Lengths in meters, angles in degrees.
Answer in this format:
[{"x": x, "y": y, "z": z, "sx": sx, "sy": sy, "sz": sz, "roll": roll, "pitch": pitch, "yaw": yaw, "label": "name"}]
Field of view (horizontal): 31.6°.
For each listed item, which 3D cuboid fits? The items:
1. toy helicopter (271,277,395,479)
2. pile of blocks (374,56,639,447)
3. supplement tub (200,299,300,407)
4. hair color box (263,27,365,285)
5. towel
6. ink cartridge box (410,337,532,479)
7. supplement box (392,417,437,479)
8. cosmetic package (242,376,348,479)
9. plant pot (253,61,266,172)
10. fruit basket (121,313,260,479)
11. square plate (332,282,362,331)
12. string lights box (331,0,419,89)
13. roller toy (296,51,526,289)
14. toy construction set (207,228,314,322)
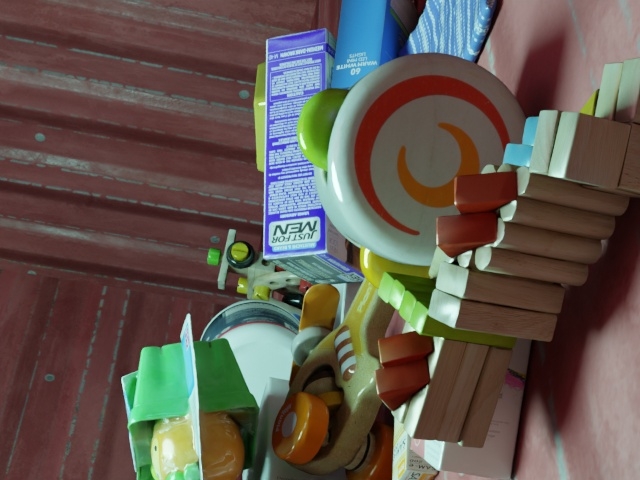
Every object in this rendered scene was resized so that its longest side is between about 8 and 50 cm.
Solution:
[{"x": 0.042, "y": 0.119, "z": 1.411, "sx": 0.355, "sy": 0.140, "sz": 0.235, "roll": -65, "pitch": 24, "yaw": 0, "label": "toy helicopter"}, {"x": 0.115, "y": 0.000, "z": 0.819, "sx": 0.362, "sy": 0.112, "sz": 0.149, "roll": -62, "pitch": 30, "yaw": 35, "label": "pile of blocks"}, {"x": -0.104, "y": 0.204, "z": 1.841, "sx": 0.272, "sy": 0.191, "sz": 0.191, "roll": -125, "pitch": 45, "yaw": -80, "label": "supplement tub"}, {"x": 0.000, "y": -0.118, "z": 1.674, "sx": 0.185, "sy": 0.110, "sz": 0.339, "roll": 31, "pitch": -123, "yaw": -63, "label": "hair color box"}, {"x": 0.155, "y": -0.260, "z": 1.437, "sx": 0.336, "sy": 0.040, "sz": 0.243, "roll": 110, "pitch": 167, "yaw": -54, "label": "towel"}, {"x": 0.135, "y": 0.098, "z": 0.990, "sx": 0.115, "sy": 0.067, "sz": 0.198, "roll": 168, "pitch": 111, "yaw": -82, "label": "ink cartridge box"}, {"x": 0.102, "y": 0.213, "z": 1.218, "sx": 0.062, "sy": 0.036, "sz": 0.098, "roll": 109, "pitch": 168, "yaw": -56, "label": "supplement box"}, {"x": -0.017, "y": 0.368, "z": 1.477, "sx": 0.365, "sy": 0.155, "sz": 0.197, "roll": -97, "pitch": 19, "yaw": -62, "label": "cosmetic package"}, {"x": -0.019, "y": -0.216, "z": 1.984, "sx": 0.212, "sy": 0.187, "sz": 0.212, "roll": -91, "pitch": 0, "yaw": -54, "label": "plant pot"}, {"x": -0.157, "y": 0.313, "z": 1.369, "sx": 0.327, "sy": 0.165, "sz": 0.353, "roll": 100, "pitch": 168, "yaw": -61, "label": "fruit basket"}, {"x": 0.025, "y": 0.162, "z": 1.851, "sx": 0.347, "sy": 0.049, "sz": 0.344, "roll": 112, "pitch": 166, "yaw": -60, "label": "square plate"}, {"x": 0.080, "y": -0.251, "z": 1.645, "sx": 0.133, "sy": 0.076, "sz": 0.260, "roll": 45, "pitch": -133, "yaw": -56, "label": "string lights box"}, {"x": 0.093, "y": -0.071, "z": 1.064, "sx": 0.209, "sy": 0.191, "sz": 0.146, "roll": 61, "pitch": 173, "yaw": -5, "label": "roller toy"}, {"x": -0.131, "y": 0.115, "z": 2.382, "sx": 0.257, "sy": 0.237, "sz": 0.309, "roll": 169, "pitch": 110, "yaw": -82, "label": "toy construction set"}]
